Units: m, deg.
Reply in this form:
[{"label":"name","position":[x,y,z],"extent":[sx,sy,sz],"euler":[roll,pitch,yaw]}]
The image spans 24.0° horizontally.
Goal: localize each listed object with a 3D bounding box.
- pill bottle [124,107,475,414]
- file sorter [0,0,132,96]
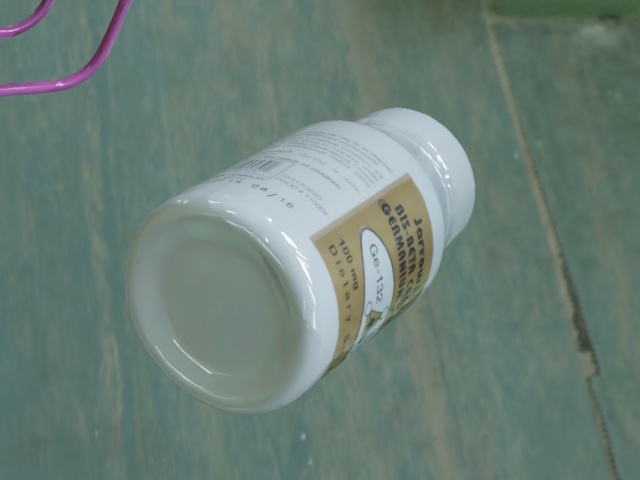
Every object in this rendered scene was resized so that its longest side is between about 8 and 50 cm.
[{"label":"pill bottle","position":[0.000,0.000,0.901],"extent":[0.131,0.131,0.229],"euler":[33,34,16]},{"label":"file sorter","position":[-0.258,-0.240,0.936],"extent":[0.202,0.182,0.291],"euler":[-11,50,-47]}]
